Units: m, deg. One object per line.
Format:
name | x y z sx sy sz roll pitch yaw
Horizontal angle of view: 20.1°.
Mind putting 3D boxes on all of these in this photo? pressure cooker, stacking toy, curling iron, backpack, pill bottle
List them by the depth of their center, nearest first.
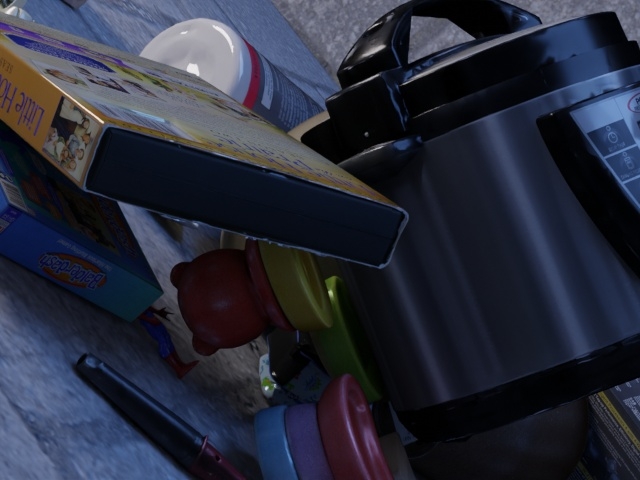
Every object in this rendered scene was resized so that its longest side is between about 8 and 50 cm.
curling iron | -0.098 0.185 1.497 0.274 0.035 0.068 47 11 -17
stacking toy | -0.021 0.151 1.709 0.279 0.130 0.309 47 24 -68
pressure cooker | 0.176 -0.045 1.789 0.370 0.375 0.420 137 -68 -84
backpack | -0.006 0.144 1.882 0.114 0.084 0.105 38 18 -22
pill bottle | -0.087 -0.128 2.242 0.318 0.176 0.176 37 17 -50

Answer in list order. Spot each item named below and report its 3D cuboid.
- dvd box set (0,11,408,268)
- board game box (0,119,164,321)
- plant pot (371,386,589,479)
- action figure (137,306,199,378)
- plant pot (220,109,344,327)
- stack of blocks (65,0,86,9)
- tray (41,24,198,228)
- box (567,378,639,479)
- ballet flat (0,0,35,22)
dvd box set | -0.153 -0.103 1.609 0.307 0.062 0.420 14 13 -36
board game box | -0.244 -0.029 1.588 0.210 0.047 0.160 33 19 -48
plant pot | 0.171 0.209 2.153 0.230 0.215 0.215 10 40 -53
action figure | -0.156 0.075 1.667 0.115 0.030 0.038 48 16 -2
plant pot | 0.000 0.000 2.036 0.191 0.284 0.284 -19 65 -42
stack of blocks | -0.373 -0.401 2.243 0.171 0.087 0.297 57 12 31
tray | -0.234 -0.122 2.013 0.270 0.030 0.145 47 12 -15
box | 0.322 0.260 2.291 0.097 0.318 0.395 -11 50 -29
ballet flat | -0.332 -0.229 1.888 0.070 0.070 0.188 41 14 -40
